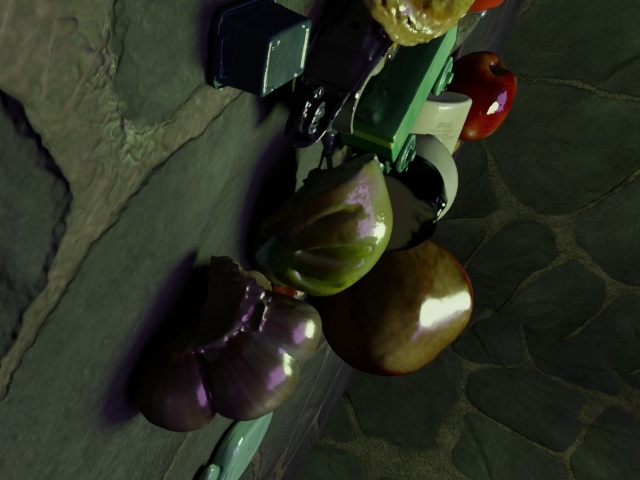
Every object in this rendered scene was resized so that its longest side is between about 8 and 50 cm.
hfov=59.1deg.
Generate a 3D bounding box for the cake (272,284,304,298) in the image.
[{"bbox_3d":[0.001,0.030,0.971,0.287,0.135,0.098,-59,-178,15],"label":"cake"}]

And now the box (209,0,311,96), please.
[{"bbox_3d":[-0.051,-0.176,0.516,0.099,0.054,0.074,-49,157,-47],"label":"box"}]

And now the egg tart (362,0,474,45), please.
[{"bbox_3d":[0.090,-0.347,0.539,0.315,0.120,0.315,-35,137,-40],"label":"egg tart"}]

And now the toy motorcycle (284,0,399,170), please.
[{"bbox_3d":[0.034,-0.213,0.696,0.263,0.091,0.157,-61,169,-12],"label":"toy motorcycle"}]

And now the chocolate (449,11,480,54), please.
[{"bbox_3d":[0.312,-0.496,1.235,0.254,0.080,0.157,-54,162,-38],"label":"chocolate"}]

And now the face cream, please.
[{"bbox_3d":[0.254,-0.205,1.435,0.174,0.081,0.348,-7,132,-27],"label":"face cream"}]

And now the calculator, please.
[{"bbox_3d":[-0.170,0.436,1.160,0.184,0.042,0.295,-68,166,14],"label":"calculator"}]

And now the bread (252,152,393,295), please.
[{"bbox_3d":[0.009,-0.004,0.792,0.158,0.156,0.260,-51,166,-43],"label":"bread"}]

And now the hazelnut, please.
[{"bbox_3d":[0.169,0.140,1.327,0.365,0.366,0.365,-58,164,-26],"label":"hazelnut"}]

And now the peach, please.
[{"bbox_3d":[0.413,-0.395,1.551,0.243,0.200,0.243,-51,-149,46],"label":"peach"}]

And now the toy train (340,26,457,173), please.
[{"bbox_3d":[0.130,-0.252,0.916,0.300,0.120,0.202,-62,164,-11],"label":"toy train"}]

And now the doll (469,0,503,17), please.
[{"bbox_3d":[0.298,-0.509,1.051,0.290,0.130,0.161,-25,123,-60],"label":"doll"}]

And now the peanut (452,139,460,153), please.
[{"bbox_3d":[0.345,-0.247,1.725,0.197,0.110,0.233,-38,150,-51],"label":"peanut"}]

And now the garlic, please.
[{"bbox_3d":[-0.099,0.143,0.680,0.214,0.160,0.191,-64,161,-17],"label":"garlic"}]

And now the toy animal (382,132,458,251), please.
[{"bbox_3d":[0.160,-0.103,1.138,0.267,0.213,0.212,-48,159,-58],"label":"toy animal"}]
